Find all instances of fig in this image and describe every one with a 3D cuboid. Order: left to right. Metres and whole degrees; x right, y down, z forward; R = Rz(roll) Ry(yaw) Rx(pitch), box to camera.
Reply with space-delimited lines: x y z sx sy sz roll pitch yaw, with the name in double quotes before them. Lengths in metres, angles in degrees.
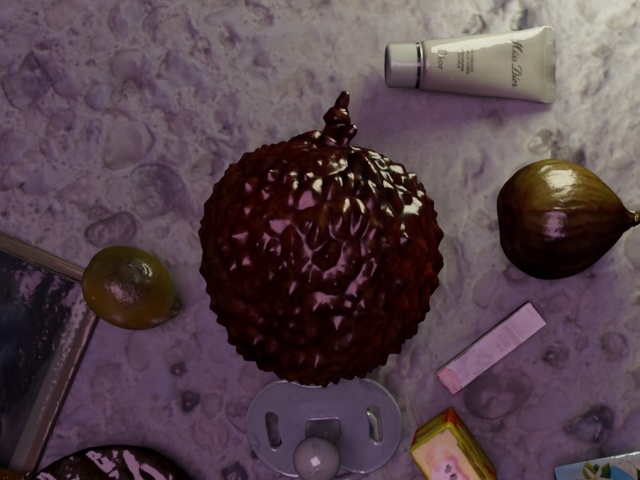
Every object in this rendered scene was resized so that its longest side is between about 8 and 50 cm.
"fig" 0.475 -0.047 1.735 0.321 0.217 0.217 -8 86 -10

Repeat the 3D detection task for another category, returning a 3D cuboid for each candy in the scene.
"candy" 0.228 0.375 1.694 0.088 0.276 0.146 -34 84 4

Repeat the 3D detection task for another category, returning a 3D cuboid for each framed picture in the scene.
"framed picture" -0.632 0.221 1.953 0.326 0.028 0.446 22 91 8

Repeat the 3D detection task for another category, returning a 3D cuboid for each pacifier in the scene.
"pacifier" 0.000 0.362 1.759 0.287 0.226 0.238 -1 106 9

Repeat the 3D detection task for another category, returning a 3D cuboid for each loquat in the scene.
"loquat" -0.354 0.092 1.861 0.195 0.152 0.152 24 91 6

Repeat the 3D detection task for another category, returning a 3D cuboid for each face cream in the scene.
"face cream" 0.275 -0.322 1.829 0.314 0.089 0.143 -1 87 -2

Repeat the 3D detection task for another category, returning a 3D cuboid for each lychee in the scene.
"lychee" 0.000 0.000 1.673 0.424 0.424 0.500 3 99 9

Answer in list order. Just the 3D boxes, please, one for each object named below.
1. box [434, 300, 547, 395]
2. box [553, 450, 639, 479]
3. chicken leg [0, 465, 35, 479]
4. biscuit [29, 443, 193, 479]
"box" 0.309 0.195 1.810 0.218 0.039 0.055 -39 84 5
"box" 0.532 0.449 1.713 0.232 0.083 0.142 -13 49 9
"chicken leg" -0.614 0.462 1.891 0.251 0.087 0.107 7 106 1
"biscuit" -0.385 0.575 1.808 0.407 0.091 0.407 3 71 -7
